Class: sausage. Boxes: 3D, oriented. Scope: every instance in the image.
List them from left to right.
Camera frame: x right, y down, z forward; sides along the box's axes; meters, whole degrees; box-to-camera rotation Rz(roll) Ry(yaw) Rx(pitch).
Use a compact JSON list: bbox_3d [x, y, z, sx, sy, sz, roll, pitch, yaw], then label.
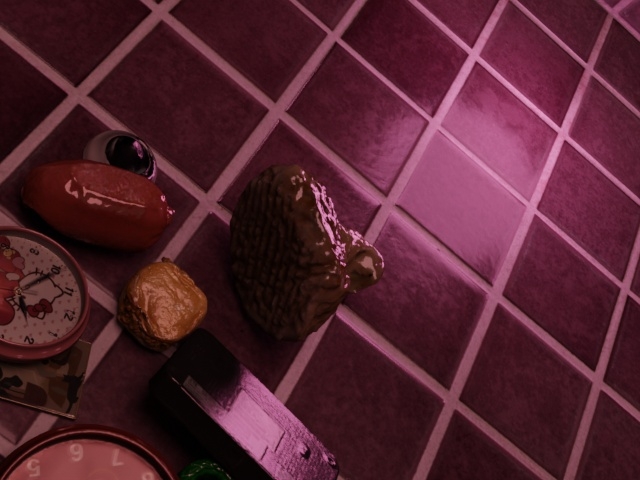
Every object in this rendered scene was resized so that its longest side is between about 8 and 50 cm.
[{"bbox_3d":[-0.369,-0.058,1.757,0.254,0.148,0.148,16,56,-30],"label":"sausage"}]

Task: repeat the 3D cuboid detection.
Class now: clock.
[{"bbox_3d":[-0.479,0.082,1.640,0.244,0.056,0.244,21,45,-23],"label":"clock"},{"bbox_3d":[-0.342,0.423,1.508,0.318,0.080,0.318,8,65,-17],"label":"clock"}]

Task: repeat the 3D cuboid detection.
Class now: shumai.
[{"bbox_3d":[0.000,0.000,1.879,0.262,0.267,0.314,-17,115,-42],"label":"shumai"}]

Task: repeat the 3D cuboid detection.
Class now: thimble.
[{"bbox_3d":[-0.187,0.414,1.632,0.118,0.090,0.130,-6,66,-34],"label":"thimble"}]

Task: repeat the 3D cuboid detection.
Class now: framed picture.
[{"bbox_3d":[-0.463,0.191,1.624,0.201,0.010,0.136,22,53,-24],"label":"framed picture"}]

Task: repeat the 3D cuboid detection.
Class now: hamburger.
[{"bbox_3d":[-0.269,0.108,1.763,0.138,0.083,0.147,50,49,-5],"label":"hamburger"}]

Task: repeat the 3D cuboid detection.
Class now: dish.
[{"bbox_3d":[-0.345,-0.151,1.864,0.141,0.078,0.141,18,55,-27],"label":"dish"}]

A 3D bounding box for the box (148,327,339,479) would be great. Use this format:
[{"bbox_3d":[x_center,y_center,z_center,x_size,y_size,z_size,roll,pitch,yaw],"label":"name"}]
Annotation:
[{"bbox_3d":[-0.117,0.307,1.709,0.350,0.058,0.211,45,20,-4],"label":"box"}]
